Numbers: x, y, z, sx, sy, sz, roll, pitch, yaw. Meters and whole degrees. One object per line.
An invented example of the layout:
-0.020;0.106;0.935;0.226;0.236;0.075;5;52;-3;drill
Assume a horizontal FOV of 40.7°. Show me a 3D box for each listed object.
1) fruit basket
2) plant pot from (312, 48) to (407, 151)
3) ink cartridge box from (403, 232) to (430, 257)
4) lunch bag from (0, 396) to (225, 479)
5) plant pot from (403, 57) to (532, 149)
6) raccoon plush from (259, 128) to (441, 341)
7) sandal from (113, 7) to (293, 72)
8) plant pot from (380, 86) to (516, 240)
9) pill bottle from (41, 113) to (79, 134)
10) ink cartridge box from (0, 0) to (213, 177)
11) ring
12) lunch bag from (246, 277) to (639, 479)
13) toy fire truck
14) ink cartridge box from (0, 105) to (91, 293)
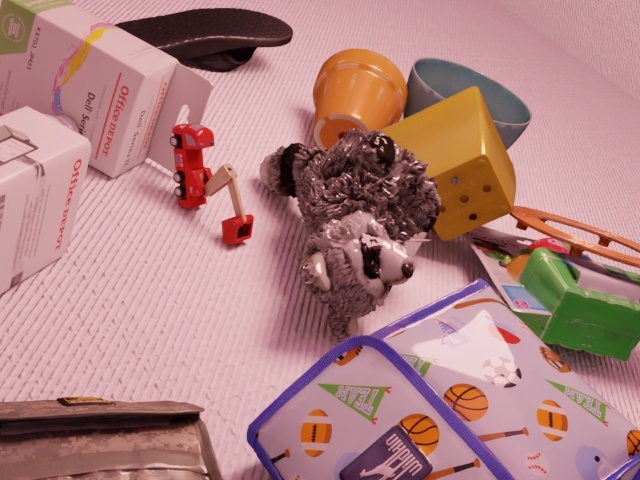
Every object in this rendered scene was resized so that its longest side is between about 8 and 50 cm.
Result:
0.446;0.062;1.605;0.327;0.165;0.353;15;29;-16;fruit basket
0.069;-0.274;1.844;0.205;0.205;0.188;23;46;-3;plant pot
0.129;-0.031;1.593;0.092;0.090;0.143;0;40;-35;ink cartridge box
-0.226;0.250;0.847;0.235;0.169;0.287;4;29;-25;lunch bag
0.305;-0.259;1.964;0.290;0.195;0.290;18;31;-11;plant pot
0.000;0.000;1.436;0.216;0.446;0.299;46;65;-24;raccoon plush
-0.274;-0.448;1.964;0.446;0.107;0.167;-14;47;-29;sandal
0.255;-0.125;1.632;0.212;0.212;0.187;58;15;-32;plant pot
-0.459;-0.153;1.374;0.086;0.086;0.152;32;31;13;pill bottle
-0.380;-0.252;1.460;0.353;0.207;0.119;29;29;8;ink cartridge box
0.508;0.006;1.614;0.337;0.032;0.336;16;13;-4;ring
0.151;0.262;1.034;0.385;0.239;0.328;-21;52;-30;lunch bag
-0.180;-0.097;1.432;0.135;0.192;0.047;9;19;33;toy fire truck
-0.432;-0.031;1.095;0.115;0.198;0.273;29;30;10;ink cartridge box
